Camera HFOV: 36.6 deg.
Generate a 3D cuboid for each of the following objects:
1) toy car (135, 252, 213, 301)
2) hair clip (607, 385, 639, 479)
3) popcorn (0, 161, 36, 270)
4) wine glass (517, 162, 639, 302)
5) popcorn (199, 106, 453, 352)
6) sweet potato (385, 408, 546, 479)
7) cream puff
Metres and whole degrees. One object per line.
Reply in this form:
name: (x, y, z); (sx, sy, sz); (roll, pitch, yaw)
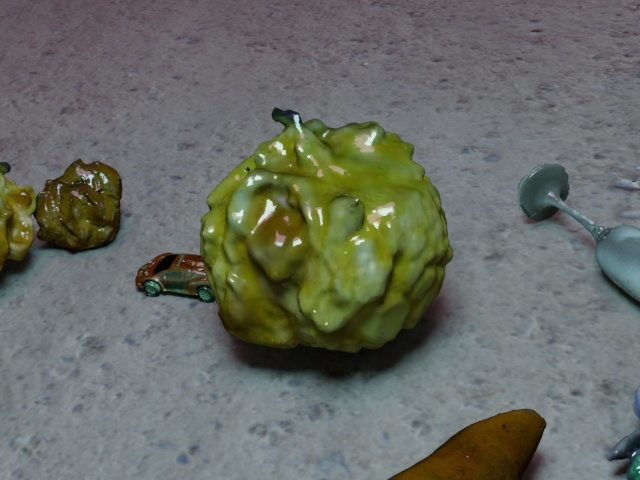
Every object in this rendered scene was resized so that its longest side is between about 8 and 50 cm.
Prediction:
toy car: (-0.150, 0.035, 1.077); (0.121, 0.035, 0.059); (6, 38, 19)
hair clip: (0.310, 0.154, 0.776); (0.124, 0.052, 0.195); (26, 51, 35)
popcorn: (-0.422, -0.018, 1.121); (0.180, 0.170, 0.180); (32, 25, -17)
wine glass: (0.302, 0.006, 0.992); (0.074, 0.074, 0.262); (-18, 34, -16)
popcorn: (0.004, -0.008, 0.935); (0.249, 0.225, 0.249); (1, 26, -1)
sweet potato: (0.065, 0.222, 0.656); (0.112, 0.112, 0.359); (7, 37, 23)
cream puff: (-0.295, -0.046, 1.189); (0.122, 0.094, 0.116); (-25, 37, -33)
